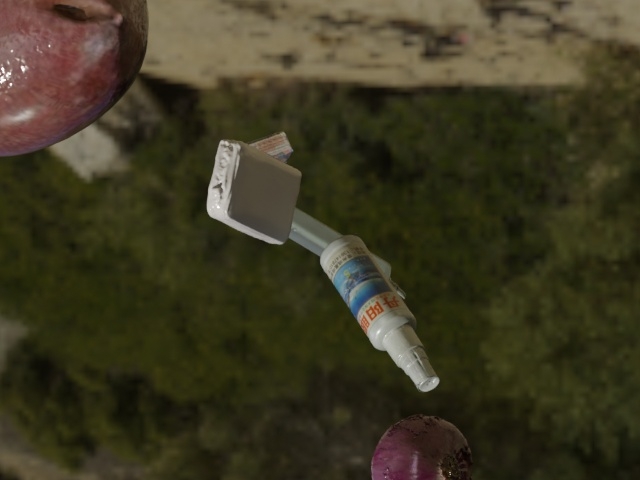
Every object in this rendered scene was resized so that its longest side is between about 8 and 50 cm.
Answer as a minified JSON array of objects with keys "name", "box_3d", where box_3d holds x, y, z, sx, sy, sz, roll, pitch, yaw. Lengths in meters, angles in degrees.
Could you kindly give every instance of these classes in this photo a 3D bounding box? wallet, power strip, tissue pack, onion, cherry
[{"name":"wallet","box_3d":[-0.073,-0.053,1.974,0.033,0.095,0.190,8,175,23]},{"name":"power strip","box_3d":[0.000,0.000,2.160,0.253,0.027,0.060,31,165,-6]},{"name":"tissue pack","box_3d":[-0.079,-0.098,2.104,0.083,0.035,0.063,-22,171,-15]},{"name":"onion","box_3d":[0.100,0.234,1.795,0.115,0.115,0.104,-3,165,-38]},{"name":"cherry","box_3d":[-0.292,-0.212,1.733,0.307,0.261,0.221,2,175,36]}]

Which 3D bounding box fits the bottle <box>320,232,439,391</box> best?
[{"name":"bottle","box_3d":[0.072,0.085,2.013,0.060,0.060,0.217,-3,-136,-37]}]
